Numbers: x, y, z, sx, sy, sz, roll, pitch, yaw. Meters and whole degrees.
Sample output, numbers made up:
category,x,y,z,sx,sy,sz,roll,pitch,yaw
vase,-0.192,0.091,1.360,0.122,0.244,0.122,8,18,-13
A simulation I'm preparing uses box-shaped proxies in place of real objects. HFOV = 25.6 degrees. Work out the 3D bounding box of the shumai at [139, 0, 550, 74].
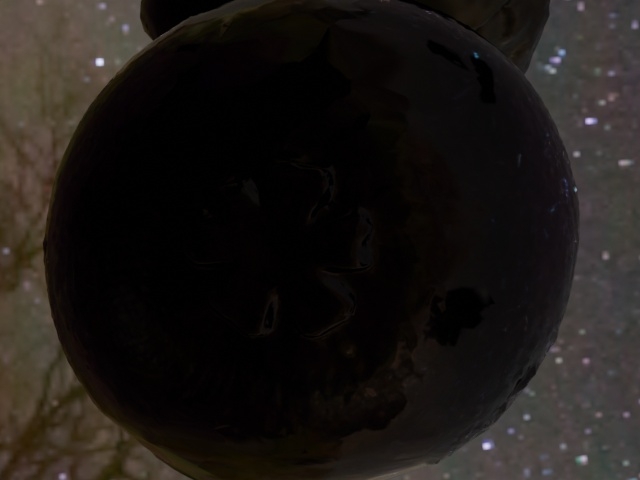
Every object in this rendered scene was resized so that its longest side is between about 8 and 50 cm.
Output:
category,x,y,z,sx,sy,sz,roll,pitch,yaw
shumai,0.000,-0.264,1.309,0.395,0.348,0.395,60,-13,24

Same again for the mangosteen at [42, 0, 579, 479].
category,x,y,z,sx,sy,sz,roll,pitch,yaw
mangosteen,-0.002,0.001,0.848,0.330,0.330,0.330,176,-90,-66
